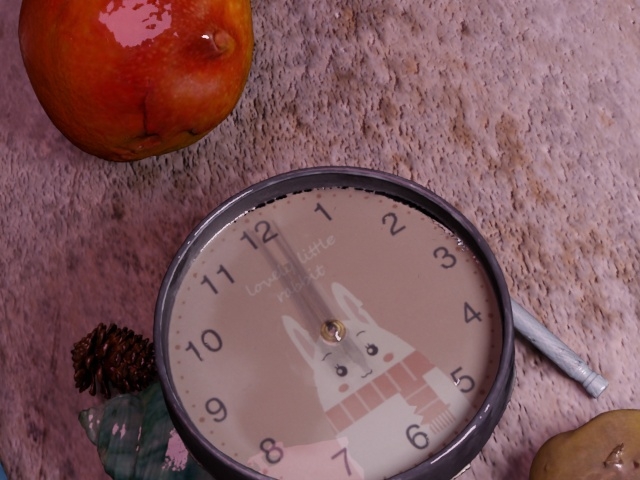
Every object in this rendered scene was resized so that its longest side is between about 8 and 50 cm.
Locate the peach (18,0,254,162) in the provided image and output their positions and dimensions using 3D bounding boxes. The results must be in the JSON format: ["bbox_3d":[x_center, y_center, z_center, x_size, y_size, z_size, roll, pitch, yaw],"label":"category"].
[{"bbox_3d":[-0.236,-0.276,1.500,0.373,0.290,0.372,-12,59,21],"label":"peach"}]

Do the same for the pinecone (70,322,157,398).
[{"bbox_3d":[-0.258,0.149,1.425,0.109,0.102,0.102,-7,65,12],"label":"pinecone"}]

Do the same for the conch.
[{"bbox_3d":[-0.185,0.250,1.333,0.202,0.134,0.196,20,73,24],"label":"conch"}]

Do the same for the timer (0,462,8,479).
[{"bbox_3d":[-0.503,0.356,1.420,0.232,0.091,0.250,-35,57,1],"label":"timer"}]

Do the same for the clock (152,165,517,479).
[{"bbox_3d":[0.013,0.096,1.186,0.386,0.076,0.386,-1,63,2],"label":"clock"}]

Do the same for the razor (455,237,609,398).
[{"bbox_3d":[0.232,0.095,1.302,0.068,0.106,0.232,-45,70,-5],"label":"razor"}]

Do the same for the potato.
[{"bbox_3d":[0.341,0.297,1.137,0.191,0.141,0.296,-42,63,0],"label":"potato"}]
